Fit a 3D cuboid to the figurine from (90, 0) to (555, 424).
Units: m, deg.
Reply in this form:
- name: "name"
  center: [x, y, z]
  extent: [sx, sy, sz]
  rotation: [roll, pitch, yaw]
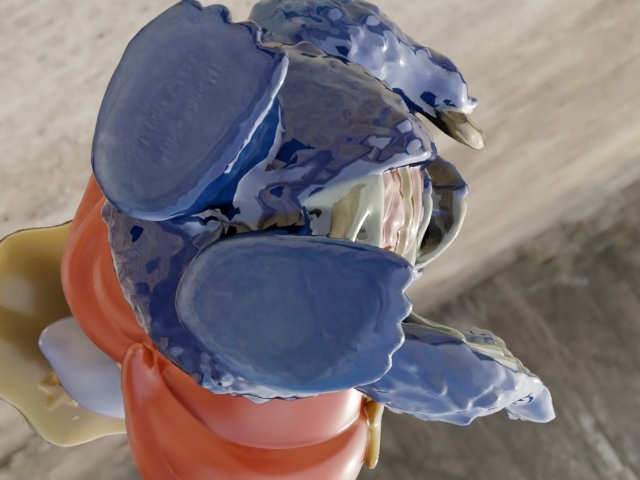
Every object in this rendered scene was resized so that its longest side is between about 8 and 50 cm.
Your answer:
- name: "figurine"
  center: [-0.004, -0.007, 0.614]
  extent: [0.121, 0.164, 0.262]
  rotation: [-18, 164, 17]

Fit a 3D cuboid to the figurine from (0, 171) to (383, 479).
- name: "figurine"
  center: [-0.075, 0.042, 0.922]
  extent: [0.257, 0.181, 0.208]
  rotation: [3, -114, 57]
